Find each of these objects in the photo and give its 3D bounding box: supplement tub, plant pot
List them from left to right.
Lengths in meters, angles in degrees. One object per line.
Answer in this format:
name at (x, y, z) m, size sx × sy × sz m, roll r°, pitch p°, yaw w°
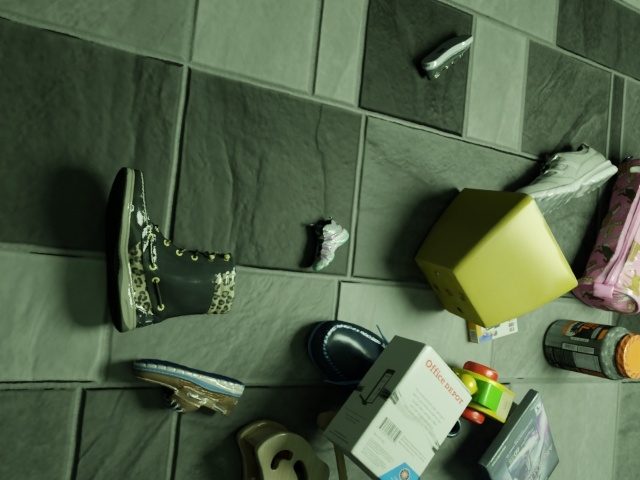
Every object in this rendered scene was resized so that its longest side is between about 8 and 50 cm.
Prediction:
plant pot at (0.312, 0.043, 1.121) m, size 0.187 × 0.212 × 0.212 m, roll -38°, pitch 108°, yaw -11°
supplement tub at (0.604, 0.240, 1.284) m, size 0.117 × 0.190 × 0.116 m, roll 0°, pitch 90°, yaw -31°

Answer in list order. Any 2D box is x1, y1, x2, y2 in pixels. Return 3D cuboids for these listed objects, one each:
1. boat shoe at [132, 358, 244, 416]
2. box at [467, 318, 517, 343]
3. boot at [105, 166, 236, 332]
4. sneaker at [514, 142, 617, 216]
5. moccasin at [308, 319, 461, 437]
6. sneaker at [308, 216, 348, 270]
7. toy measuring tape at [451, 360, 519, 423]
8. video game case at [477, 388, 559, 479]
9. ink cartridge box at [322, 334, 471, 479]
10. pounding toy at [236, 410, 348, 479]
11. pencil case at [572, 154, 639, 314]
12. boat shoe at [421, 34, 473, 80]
boat shoe at (-0.203, 0.229, 0.890) m, size 0.183 × 0.066 × 0.066 m, roll 23°, pitch 80°, yaw -28°
box at (0.372, 0.164, 1.245) m, size 0.136 × 0.028 × 0.081 m, roll -9°, pitch 94°, yaw -28°
boot at (-0.221, 0.012, 0.872) m, size 0.179 × 0.085 × 0.236 m, roll -2°, pitch 97°, yaw -32°
sneaker at (0.524, -0.137, 1.313) m, size 0.281 × 0.105 × 0.115 m, roll -21°, pitch 66°, yaw -24°
moccasin at (0.133, 0.246, 1.054) m, size 0.342 × 0.117 × 0.137 m, roll 35°, pitch 74°, yaw -25°
sneaker at (0.000, 0.000, 1.027) m, size 0.069 × 0.038 × 0.098 m, roll 47°, pitch 59°, yaw -20°
toy measuring tape at (0.333, 0.323, 1.200) m, size 0.330 × 0.121 × 0.121 m, roll 37°, pitch 71°, yaw -48°
video game case at (0.424, 0.466, 1.230) m, size 0.196 × 0.026 × 0.274 m, roll -44°, pitch 127°, yaw -22°
ink cartridge box at (0.127, 0.278, 0.934) m, size 0.203 × 0.086 × 0.148 m, roll -50°, pitch 116°, yaw -19°
pounding toy at (-0.055, 0.385, 0.924) m, size 0.154 × 0.155 × 0.269 m, roll 33°, pitch 74°, yaw -30°
pencil case at (0.728, -0.013, 1.376) m, size 0.167 × 0.160 × 0.386 m, roll 32°, pitch 75°, yaw -17°
boat shoe at (0.255, -0.368, 1.172) m, size 0.142 × 0.049 × 0.040 m, roll -38°, pitch 127°, yaw -23°
